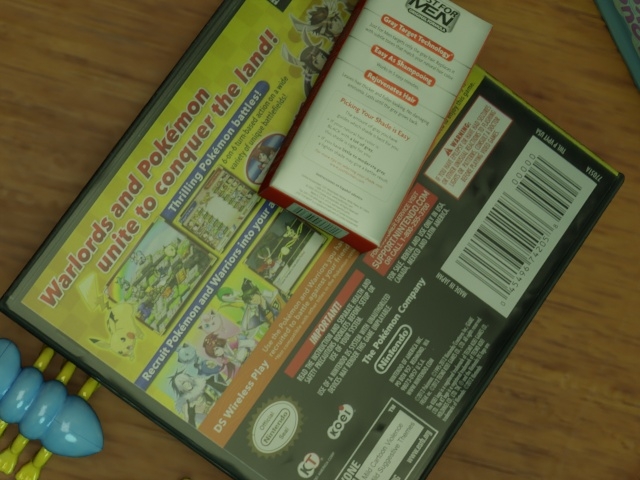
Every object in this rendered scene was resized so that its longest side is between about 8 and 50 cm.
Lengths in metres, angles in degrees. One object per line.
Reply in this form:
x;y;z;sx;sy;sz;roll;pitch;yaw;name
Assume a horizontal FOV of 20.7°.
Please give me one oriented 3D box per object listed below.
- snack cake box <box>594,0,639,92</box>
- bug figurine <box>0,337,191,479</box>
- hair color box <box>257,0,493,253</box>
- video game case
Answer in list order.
0.221;-0.203;1.015;0.152;0.089;0.264;-28;92;-9;snack cake box
-0.165;0.193;0.951;0.216;0.072;0.279;31;84;-6;bug figurine
0.030;-0.072;0.963;0.072;0.043;0.141;30;80;-7;hair color box
0.000;0.000;0.990;0.248;0.035;0.275;37;78;-6;video game case
